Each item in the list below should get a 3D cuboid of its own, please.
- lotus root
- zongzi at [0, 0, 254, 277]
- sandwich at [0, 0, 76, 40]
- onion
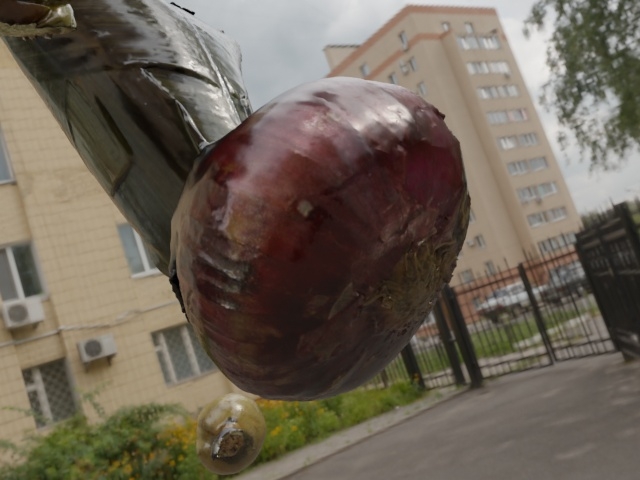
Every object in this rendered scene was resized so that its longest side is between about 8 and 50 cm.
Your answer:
[{"bbox_3d":[-0.145,0.311,1.112,0.118,0.125,0.221,-13,-10,-9],"label":"lotus root"},{"bbox_3d":[-0.239,-0.161,0.749,0.208,0.403,0.432,-38,-40,20],"label":"zongzi"},{"bbox_3d":[-0.300,-0.182,0.486,0.186,0.065,0.214,12,16,42],"label":"sandwich"},{"bbox_3d":[0.000,0.000,0.516,0.246,0.190,0.246,-24,-49,-31],"label":"onion"}]
